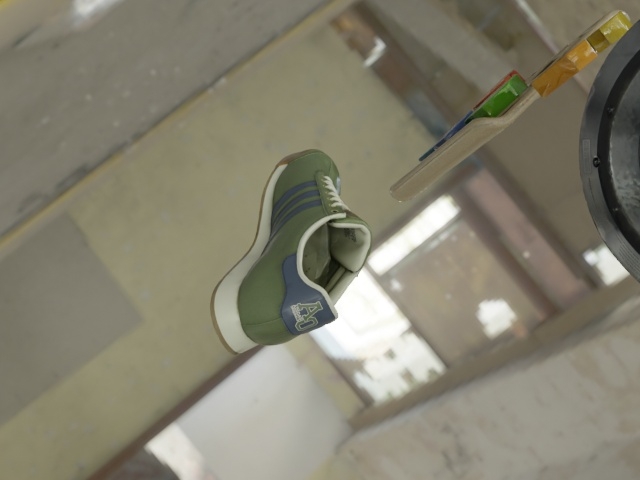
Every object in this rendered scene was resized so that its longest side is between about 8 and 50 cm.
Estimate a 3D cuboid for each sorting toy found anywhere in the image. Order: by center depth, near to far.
[{"bbox_3d":[0.202,-0.154,1.312,0.229,0.041,0.307,-39,180,-29],"label":"sorting toy"}]

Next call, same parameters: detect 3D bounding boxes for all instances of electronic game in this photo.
[{"bbox_3d":[0.280,-0.059,0.889,0.229,0.229,0.048,-40,163,29],"label":"electronic game"}]

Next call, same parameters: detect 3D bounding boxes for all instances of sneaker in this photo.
[{"bbox_3d":[0.000,0.000,0.885,0.086,0.064,0.192,-13,-148,29],"label":"sneaker"}]
